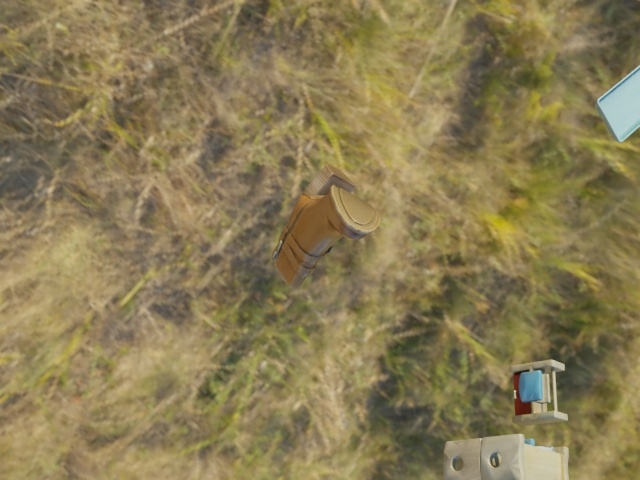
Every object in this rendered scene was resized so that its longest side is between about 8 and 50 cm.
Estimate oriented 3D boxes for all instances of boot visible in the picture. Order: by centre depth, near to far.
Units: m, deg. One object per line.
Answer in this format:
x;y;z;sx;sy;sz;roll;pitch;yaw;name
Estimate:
0.000;0.000;1.331;0.073;0.197;0.152;29;103;-17;boot

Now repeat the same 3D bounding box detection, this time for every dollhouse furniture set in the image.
0.261;0.261;1.477;0.129;0.129;0.184;23;61;-44;dollhouse furniture set

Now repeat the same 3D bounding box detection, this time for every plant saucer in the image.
0.444;-0.207;1.426;0.192;0.018;0.067;-37;101;-28;plant saucer
